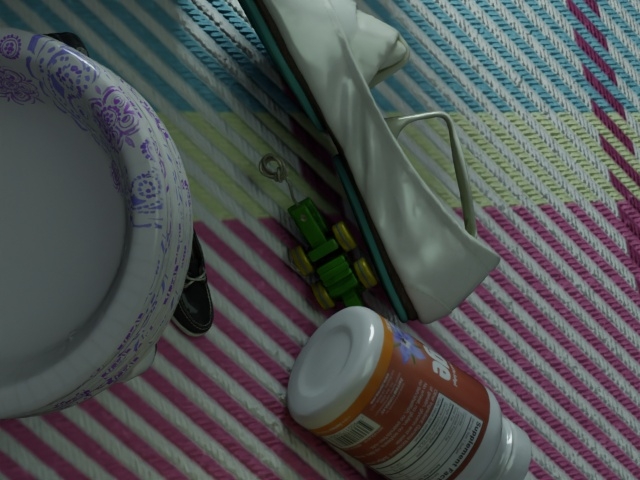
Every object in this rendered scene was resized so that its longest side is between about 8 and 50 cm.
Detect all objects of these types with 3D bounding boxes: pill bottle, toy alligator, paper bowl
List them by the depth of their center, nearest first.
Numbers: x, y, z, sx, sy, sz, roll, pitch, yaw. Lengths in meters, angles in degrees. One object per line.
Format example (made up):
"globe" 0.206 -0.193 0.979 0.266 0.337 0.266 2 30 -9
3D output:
"paper bowl" -0.234 -0.008 1.272 0.148 0.284 0.284 25 49 -79
"pill bottle" 0.085 0.160 1.545 0.216 0.121 0.121 34 56 -26
"toy alligator" 0.000 0.000 1.584 0.190 0.056 0.051 60 7 -4

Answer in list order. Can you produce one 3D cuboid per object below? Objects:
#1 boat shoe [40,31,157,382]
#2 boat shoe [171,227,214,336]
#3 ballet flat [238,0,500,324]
"boat shoe" -0.186 -0.034 1.414 0.102 0.108 0.301 -16 78 -40
"boat shoe" -0.119 0.021 1.485 0.046 0.038 0.125 -13 82 -41
"ballet flat" 0.048 -0.117 1.597 0.139 0.139 0.400 -33 99 -41
